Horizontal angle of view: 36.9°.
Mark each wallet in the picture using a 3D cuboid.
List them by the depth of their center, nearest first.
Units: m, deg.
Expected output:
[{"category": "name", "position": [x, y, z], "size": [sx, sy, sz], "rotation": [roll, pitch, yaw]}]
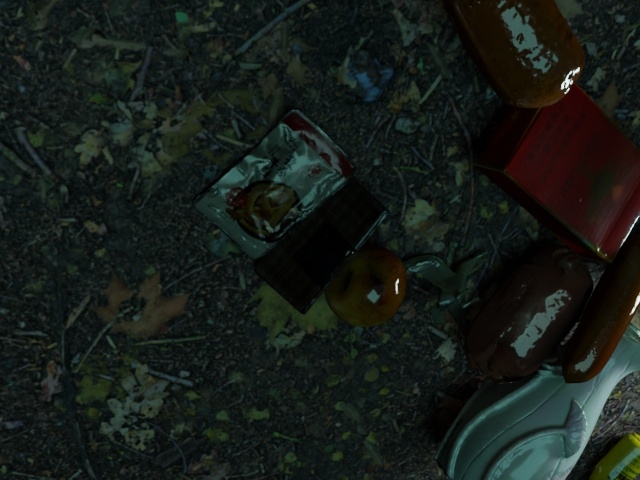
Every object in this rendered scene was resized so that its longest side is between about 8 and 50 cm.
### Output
[{"category": "wallet", "position": [0.000, 0.000, 1.584], "size": [0.230, 0.124, 0.042], "rotation": [-51, 163, 9]}]

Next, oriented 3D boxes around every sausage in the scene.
[{"category": "sausage", "position": [0.295, -0.321, 1.468], "size": [0.141, 0.153, 0.268], "rotation": [-34, 108, 6]}, {"category": "sausage", "position": [0.514, 0.126, 1.704], "size": [0.300, 0.083, 0.089], "rotation": [-61, 165, -8]}, {"category": "sausage", "position": [0.378, 0.136, 1.748], "size": [0.152, 0.152, 0.279], "rotation": [38, 90, -31]}]

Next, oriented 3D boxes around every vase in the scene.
[{"category": "vase", "position": [0.437, 0.320, 1.836], "size": [0.445, 0.250, 0.250], "rotation": [-48, 121, 4]}]

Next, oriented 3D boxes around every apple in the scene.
[{"category": "apple", "position": [0.076, 0.076, 1.623], "size": [0.146, 0.146, 0.146], "rotation": [-8, 119, -15]}]

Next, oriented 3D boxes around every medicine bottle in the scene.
[{"category": "medicine bottle", "position": [0.617, 0.531, 2.099], "size": [0.095, 0.064, 0.260], "rotation": [35, 103, -30]}]

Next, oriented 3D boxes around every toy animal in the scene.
[{"category": "toy animal", "position": [0.252, 0.085, 1.720], "size": [0.155, 0.095, 0.219], "rotation": [-35, 123, 7]}]

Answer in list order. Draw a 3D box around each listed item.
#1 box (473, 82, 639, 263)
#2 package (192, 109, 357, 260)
[{"category": "box", "position": [0.430, -0.123, 1.643], "size": [0.313, 0.089, 0.197], "rotation": [35, 82, -30]}, {"category": "package", "position": [-0.074, -0.088, 1.546], "size": [0.239, 0.030, 0.154], "rotation": [-42, 113, 11]}]
